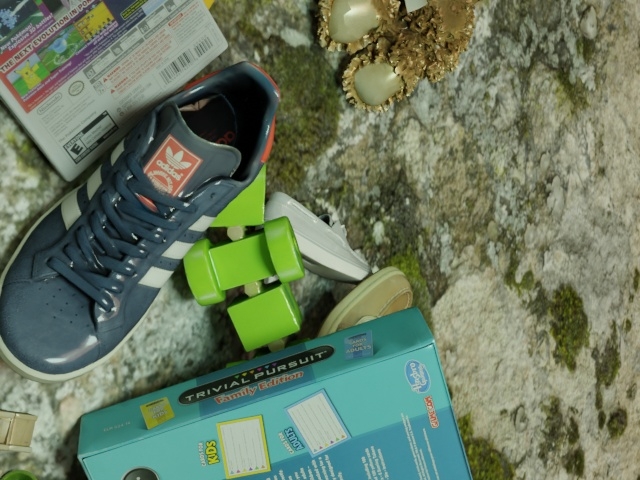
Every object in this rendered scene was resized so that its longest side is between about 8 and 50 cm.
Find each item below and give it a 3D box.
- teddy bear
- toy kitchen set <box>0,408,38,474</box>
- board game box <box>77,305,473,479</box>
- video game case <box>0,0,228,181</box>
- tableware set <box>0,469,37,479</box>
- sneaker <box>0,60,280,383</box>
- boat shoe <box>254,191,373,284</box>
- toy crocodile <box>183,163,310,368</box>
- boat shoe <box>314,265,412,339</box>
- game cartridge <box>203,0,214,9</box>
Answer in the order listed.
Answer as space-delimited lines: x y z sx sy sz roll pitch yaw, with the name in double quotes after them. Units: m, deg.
0.114 -0.301 1.345 0.245 0.113 0.338 41 71 -35 "teddy bear"
-0.271 0.180 0.948 0.083 0.075 0.068 18 81 -45 "toy kitchen set"
-0.028 0.235 1.083 0.336 0.079 0.254 -18 114 -2 "board game box"
-0.197 -0.181 0.986 0.201 0.023 0.183 -43 131 -15 "video game case"
-0.253 0.279 0.968 0.024 0.104 0.154 104 0 -66 "tableware set"
-0.153 -0.033 0.980 0.131 0.148 0.350 37 59 -7 "sneaker"
0.000 0.000 1.264 0.184 0.066 0.063 28 74 -37 "boat shoe"
-0.052 0.083 1.148 0.105 0.115 0.341 -58 131 -83 "toy crocodile"
0.028 0.156 1.248 0.285 0.089 0.104 -53 151 -17 "boat shoe"
-0.179 -0.355 1.021 0.324 0.052 0.285 49 58 -39 "game cartridge"
